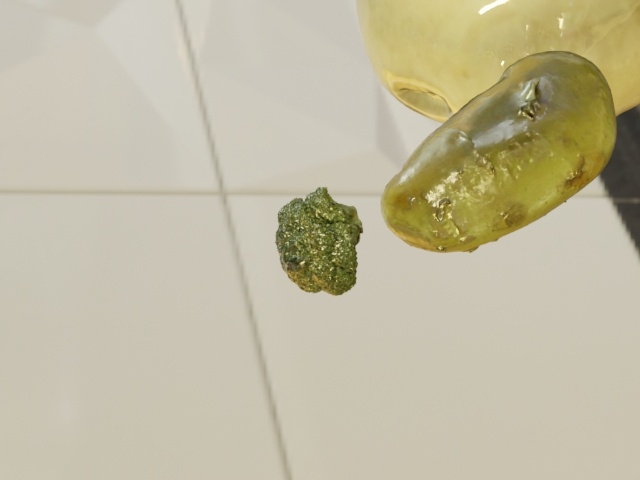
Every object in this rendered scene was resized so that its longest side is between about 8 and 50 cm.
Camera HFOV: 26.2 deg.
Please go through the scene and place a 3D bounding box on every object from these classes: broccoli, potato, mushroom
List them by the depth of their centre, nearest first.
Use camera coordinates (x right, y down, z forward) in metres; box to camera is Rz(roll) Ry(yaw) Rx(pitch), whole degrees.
[{"bbox_3d":[0.124,-0.059,0.936,0.105,0.188,0.085,47,167,41],"label":"potato"},{"bbox_3d":[0.227,-0.219,1.307,0.325,0.353,0.353,-15,74,41],"label":"mushroom"},{"bbox_3d":[0.000,0.000,1.955,0.146,0.138,0.162,9,124,41],"label":"broccoli"}]
